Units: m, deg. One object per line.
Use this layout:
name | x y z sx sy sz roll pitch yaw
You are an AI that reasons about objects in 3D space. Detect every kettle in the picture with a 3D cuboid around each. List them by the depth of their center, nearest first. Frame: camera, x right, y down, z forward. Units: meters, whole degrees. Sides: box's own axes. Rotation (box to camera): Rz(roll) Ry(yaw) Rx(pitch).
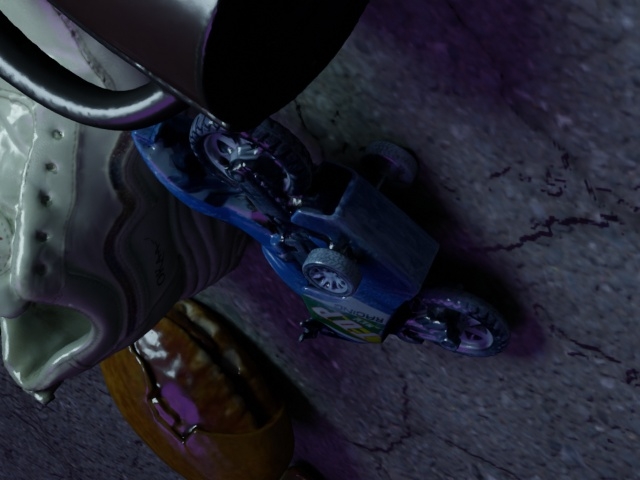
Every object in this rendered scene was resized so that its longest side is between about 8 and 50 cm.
kettle | -0.103 -0.158 0.821 0.232 0.144 0.202 35 121 22

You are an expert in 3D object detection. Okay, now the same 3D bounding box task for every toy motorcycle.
toy motorcycle | 0.000 0.000 0.972 0.254 0.092 0.136 40 151 -27

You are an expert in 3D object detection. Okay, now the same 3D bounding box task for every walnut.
walnut | -0.102 0.116 1.259 0.207 0.116 0.116 49 152 3

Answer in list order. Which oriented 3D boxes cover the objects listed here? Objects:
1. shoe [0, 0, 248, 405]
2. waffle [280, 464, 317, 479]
shoe | -0.163 -0.042 0.998 0.132 0.210 0.342 24 147 30
waffle | 0.025 0.343 1.425 0.308 0.091 0.213 46 152 -5
